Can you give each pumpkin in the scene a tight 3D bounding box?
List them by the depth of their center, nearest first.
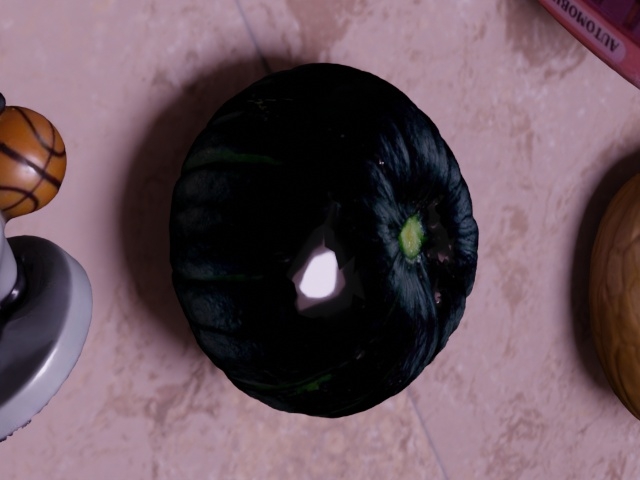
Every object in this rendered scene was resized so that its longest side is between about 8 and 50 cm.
[{"bbox_3d":[0.000,0.000,1.040,0.202,0.140,0.202,1,88,-55],"label":"pumpkin"}]

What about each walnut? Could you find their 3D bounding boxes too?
[{"bbox_3d":[0.264,0.038,1.258,0.167,0.167,0.207,-13,111,-36],"label":"walnut"}]

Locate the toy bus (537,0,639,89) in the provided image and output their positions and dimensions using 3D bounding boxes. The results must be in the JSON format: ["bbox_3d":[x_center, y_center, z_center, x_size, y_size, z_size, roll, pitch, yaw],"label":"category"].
[{"bbox_3d":[0.340,-0.221,1.187,0.427,0.203,0.233,-9,134,-37],"label":"toy bus"}]

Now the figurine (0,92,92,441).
[{"bbox_3d":[-0.213,-0.019,0.865,0.236,0.133,0.176,44,67,-42],"label":"figurine"}]
